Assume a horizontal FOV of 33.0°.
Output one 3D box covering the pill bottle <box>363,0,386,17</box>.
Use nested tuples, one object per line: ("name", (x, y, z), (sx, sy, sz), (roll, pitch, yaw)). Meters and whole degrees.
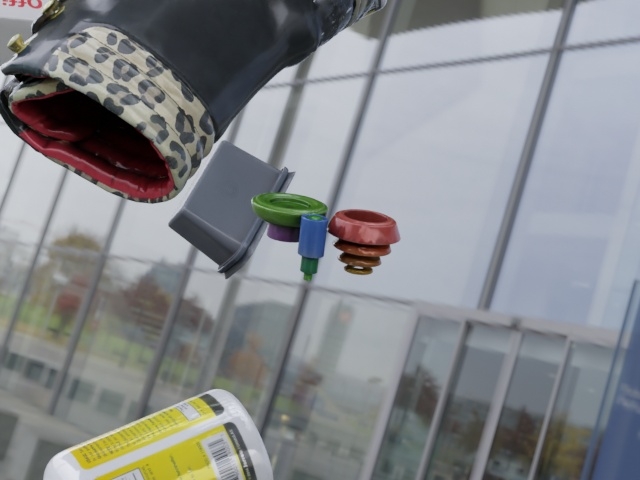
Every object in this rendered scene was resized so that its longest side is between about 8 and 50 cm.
("pill bottle", (-0.023, -0.284, 1.263), (0.184, 0.103, 0.103), (-26, -8, -4))

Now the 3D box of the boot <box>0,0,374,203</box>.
("boot", (-0.109, -0.135, 0.520), (0.236, 0.179, 0.085), (32, -34, 6))

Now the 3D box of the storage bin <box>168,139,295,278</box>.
("storage bin", (-0.105, -0.040, 1.206), (0.091, 0.135, 0.098), (34, -29, -11))

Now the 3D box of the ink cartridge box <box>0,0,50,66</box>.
("ink cartridge box", (-0.384, -0.318, 1.169), (0.171, 0.237, 0.100), (0, -20, -28))

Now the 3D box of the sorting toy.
("sorting toy", (0.000, 0.000, 0.706), (0.101, 0.042, 0.061), (12, 17, 15))

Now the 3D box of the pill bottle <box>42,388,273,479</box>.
("pill bottle", (-0.246, 0.340, 1.436), (0.333, 0.188, 0.188), (-19, 9, -26))
